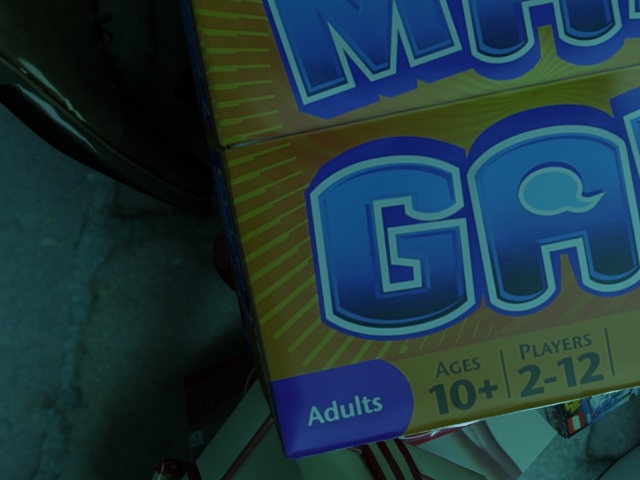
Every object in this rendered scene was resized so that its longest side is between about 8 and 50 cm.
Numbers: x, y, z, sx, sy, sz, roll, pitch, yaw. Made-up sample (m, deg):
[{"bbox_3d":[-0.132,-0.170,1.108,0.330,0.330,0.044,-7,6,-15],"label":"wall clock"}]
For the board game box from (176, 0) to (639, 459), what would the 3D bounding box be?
[{"bbox_3d":[0.103,-0.101,1.249,0.356,0.356,0.356,-11,96,-4],"label":"board game box"}]

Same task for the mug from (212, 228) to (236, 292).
[{"bbox_3d":[0.001,-0.007,1.529,0.150,0.113,0.169,-21,132,12],"label":"mug"}]

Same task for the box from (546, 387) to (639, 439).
[{"bbox_3d":[0.237,0.099,1.773,0.094,0.027,0.137,-29,124,-22],"label":"box"}]

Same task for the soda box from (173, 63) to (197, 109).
[{"bbox_3d":[-0.038,-0.164,1.449,0.060,0.053,0.169,24,96,-38],"label":"soda box"}]

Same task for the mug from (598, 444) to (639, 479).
[{"bbox_3d":[0.409,0.321,1.797,0.276,0.328,0.374,-22,122,-25],"label":"mug"}]

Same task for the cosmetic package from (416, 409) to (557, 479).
[{"bbox_3d":[0.031,0.205,1.617,0.296,0.129,0.153,-49,127,-6],"label":"cosmetic package"}]

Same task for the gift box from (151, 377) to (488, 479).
[{"bbox_3d":[0.024,0.256,1.391,0.255,0.258,0.276,31,105,-33],"label":"gift box"}]

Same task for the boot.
[{"bbox_3d":[-0.166,-0.120,1.358,0.305,0.112,0.115,38,77,-37],"label":"boot"}]

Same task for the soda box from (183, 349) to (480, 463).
[{"bbox_3d":[0.029,0.112,1.515,0.263,0.092,0.083,-22,137,16],"label":"soda box"}]
